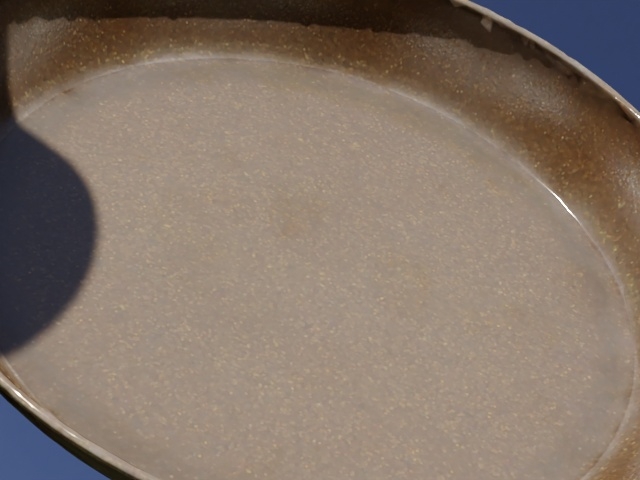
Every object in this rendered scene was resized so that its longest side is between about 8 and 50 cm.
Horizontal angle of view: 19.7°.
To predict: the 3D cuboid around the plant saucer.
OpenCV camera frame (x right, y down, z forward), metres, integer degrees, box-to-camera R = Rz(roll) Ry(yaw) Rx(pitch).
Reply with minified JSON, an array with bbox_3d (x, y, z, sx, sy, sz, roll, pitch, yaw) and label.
[{"bbox_3d":[0.000,0.000,0.663,0.311,0.310,0.050,31,-47,13],"label":"plant saucer"}]
